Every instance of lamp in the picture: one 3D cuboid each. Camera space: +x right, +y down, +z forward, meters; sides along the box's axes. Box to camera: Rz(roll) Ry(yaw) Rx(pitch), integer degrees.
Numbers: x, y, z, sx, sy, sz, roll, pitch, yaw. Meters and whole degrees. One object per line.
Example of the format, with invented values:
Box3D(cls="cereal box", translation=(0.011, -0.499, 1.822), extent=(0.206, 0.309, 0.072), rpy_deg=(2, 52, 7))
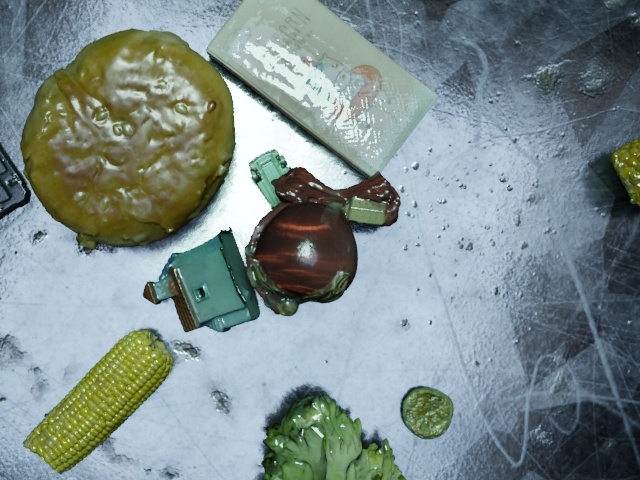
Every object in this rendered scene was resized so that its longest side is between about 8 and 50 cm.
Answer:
Box3D(cls="lamp", translation=(0.000, 0.005, 1.296), extent=(0.215, 0.151, 0.223), rpy_deg=(10, 104, -3))

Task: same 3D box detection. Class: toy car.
Box3D(cls="toy car", translation=(-0.062, -0.080, 1.371), extent=(0.059, 0.035, 0.122), rpy_deg=(-30, 101, -5))

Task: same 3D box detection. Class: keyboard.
Box3D(cls="keyboard", translation=(-0.546, -0.147, 1.343), extent=(0.106, 0.016, 0.262), rpy_deg=(-34, 91, -5))

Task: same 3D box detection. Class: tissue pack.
Box3D(cls="tissue pack", translation=(0.003, -0.255, 1.366), extent=(0.325, 0.071, 0.170), rpy_deg=(38, 88, -2))

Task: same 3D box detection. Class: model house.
Box3D(cls="model house", translation=(-0.182, 0.071, 1.323), extent=(0.149, 0.119, 0.148), rpy_deg=(-19, 90, 5))

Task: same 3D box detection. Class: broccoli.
Box3D(cls="broccoli", translation=(0.027, 0.375, 1.252), extent=(0.248, 0.245, 0.288), rpy_deg=(-41, 96, -14))

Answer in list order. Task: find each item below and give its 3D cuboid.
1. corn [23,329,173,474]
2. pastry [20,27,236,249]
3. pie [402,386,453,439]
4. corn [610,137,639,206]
Box3D(cls="corn", translation=(-0.320, 0.236, 1.306), extent=(0.093, 0.093, 0.244), rpy_deg=(45, 89, -1))
Box3D(cls="pastry", translation=(-0.269, -0.145, 1.281), extent=(0.284, 0.184, 0.315), rpy_deg=(39, 95, -11))
Box3D(cls="pie", translation=(0.165, 0.266, 1.380), extent=(0.084, 0.021, 0.084), rpy_deg=(0, 90, -8))
Box3D(cls="corn", translation=(0.639, -0.143, 1.384), extent=(0.388, 0.144, 0.143), rpy_deg=(-17, 89, -1))
